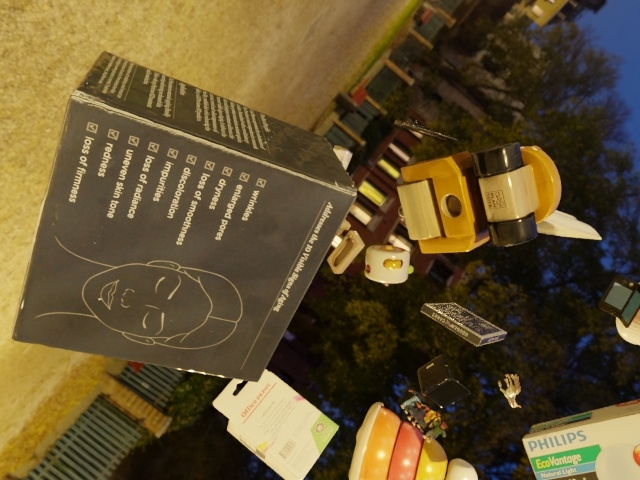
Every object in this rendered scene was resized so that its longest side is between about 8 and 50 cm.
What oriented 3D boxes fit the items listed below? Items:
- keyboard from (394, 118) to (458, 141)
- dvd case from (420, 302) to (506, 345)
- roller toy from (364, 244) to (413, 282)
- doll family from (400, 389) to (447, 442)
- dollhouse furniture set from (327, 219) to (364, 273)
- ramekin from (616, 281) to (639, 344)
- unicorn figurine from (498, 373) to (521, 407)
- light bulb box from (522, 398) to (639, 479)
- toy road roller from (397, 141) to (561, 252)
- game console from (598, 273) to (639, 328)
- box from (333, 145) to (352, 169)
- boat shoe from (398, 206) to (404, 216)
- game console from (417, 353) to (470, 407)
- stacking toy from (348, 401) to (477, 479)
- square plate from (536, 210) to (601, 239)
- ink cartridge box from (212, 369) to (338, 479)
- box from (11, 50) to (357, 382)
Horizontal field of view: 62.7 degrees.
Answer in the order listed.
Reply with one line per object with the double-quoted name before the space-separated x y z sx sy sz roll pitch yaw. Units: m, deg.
"keyboard" 0.307 -0.333 1.544 0.100 0.191 0.038 -143 -111 -70
"dvd case" 0.402 0.228 1.460 0.238 0.179 0.030 10 108 -56
"roller toy" 0.288 0.094 2.276 0.209 0.191 0.147 -12 109 -55
"doll family" 0.379 0.622 1.889 0.111 0.193 0.076 -42 177 9
"dollhouse furniture set" 0.000 0.000 1.359 0.123 0.151 0.144 4 135 -40
"ramekin" 1.235 0.277 1.909 0.273 0.272 0.127 -52 -157 5
"unicorn figurine" 0.754 0.595 2.076 0.060 0.111 0.162 -18 148 -1
"light bulb box" 0.818 0.674 1.470 0.357 0.361 0.225 -26 161 25
"toy road roller" 0.359 -0.104 1.159 0.240 0.203 0.329 -22 -170 -40
"game console" 1.052 0.209 1.829 0.085 0.124 0.144 -7 123 -49
"box" 0.034 -0.217 2.100 0.067 0.063 0.324 11 102 -66
"boat shoe" 0.293 -0.098 1.625 0.040 0.049 0.142 -10 -179 -44
"game console" 0.334 0.383 1.431 0.122 0.071 0.107 -49 -144 43
"stacking toy" 0.379 0.885 2.094 0.350 0.479 0.351 15 90 -73
"square plate" 0.568 -0.079 1.535 0.347 0.343 0.049 16 -90 67
"ink cartridge box" -0.149 0.568 1.654 0.207 0.353 0.119 -46 167 -33
"box" -0.262 -0.023 1.016 0.480 0.471 0.297 -62 -156 24
